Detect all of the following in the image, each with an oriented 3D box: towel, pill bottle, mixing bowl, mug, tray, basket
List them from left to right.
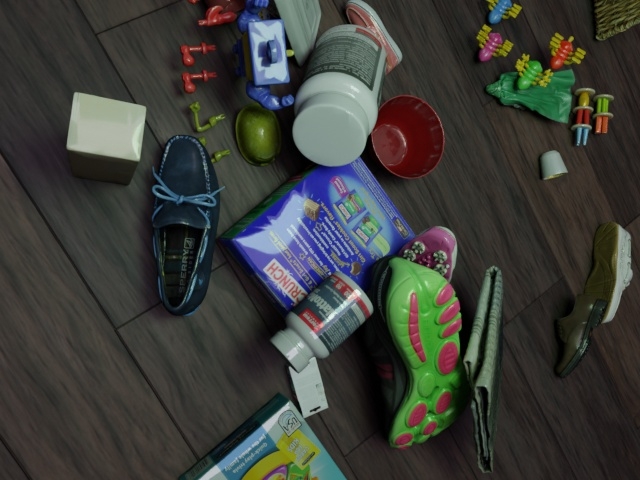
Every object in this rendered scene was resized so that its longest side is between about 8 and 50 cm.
[{"bbox_3d":[-0.036,-0.461,1.079,0.030,0.270,0.145,10,82,10],"label":"tray"},{"bbox_3d":[-0.001,0.152,1.016,0.180,0.108,0.108,-42,103,-15],"label":"pill bottle"},{"bbox_3d":[0.038,-0.285,1.086,0.161,0.161,0.283,32,45,-18],"label":"pill bottle"},{"bbox_3d":[0.173,-0.220,1.234,0.181,0.098,0.182,1,87,-22],"label":"mixing bowl"},{"bbox_3d":[0.349,0.272,1.174,0.324,0.056,0.312,-64,149,-46],"label":"towel"},{"bbox_3d":[0.598,-0.195,1.437,0.062,0.078,0.064,-14,84,10],"label":"mug"},{"bbox_3d":[0.888,-0.664,1.438,0.213,0.299,0.223,-5,87,-24],"label":"basket"}]

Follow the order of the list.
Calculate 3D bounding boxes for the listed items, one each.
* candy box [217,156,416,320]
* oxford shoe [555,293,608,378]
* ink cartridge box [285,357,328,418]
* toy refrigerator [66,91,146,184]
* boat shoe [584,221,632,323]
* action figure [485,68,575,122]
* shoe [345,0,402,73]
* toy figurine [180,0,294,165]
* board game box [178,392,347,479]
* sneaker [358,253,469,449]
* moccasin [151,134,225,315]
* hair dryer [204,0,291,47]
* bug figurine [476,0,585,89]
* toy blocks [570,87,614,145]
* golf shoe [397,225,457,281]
[{"bbox_3d":[0.000,0.000,1.142,0.317,0.122,0.268,-42,105,-20],"label":"candy box"},{"bbox_3d":[0.647,0.243,1.427,0.083,0.096,0.227,11,101,-58],"label":"oxford shoe"},{"bbox_3d":[-0.029,0.306,1.168,0.062,0.029,0.115,-17,95,-22],"label":"ink cartridge box"},{"bbox_3d":[-0.356,-0.162,0.923,0.102,0.269,0.094,8,85,-21],"label":"toy refrigerator"},{"bbox_3d":[0.778,0.093,1.470,0.096,0.098,0.277,19,80,-20],"label":"boat shoe"},{"bbox_3d":[0.524,-0.375,1.404,0.232,0.063,0.137,3,88,-15],"label":"action figure"},{"bbox_3d":[0.103,-0.444,1.233,0.178,0.063,0.081,47,67,-18],"label":"shoe"},{"bbox_3d":[-0.136,-0.304,1.008,0.191,0.217,0.363,-10,106,-24],"label":"toy figurine"},{"bbox_3d":[-0.077,0.522,1.112,0.253,0.079,0.336,-37,101,-19],"label":"board game box"},{"bbox_3d":[0.186,0.234,1.143,0.185,0.202,0.483,-13,121,-16],"label":"sneaker"},{"bbox_3d":[-0.244,-0.031,1.031,0.137,0.117,0.342,-5,88,-3],"label":"moccasin"},{"bbox_3d":[-0.159,-0.540,1.136,0.293,0.080,0.224,19,73,-31],"label":"hair dryer"},{"bbox_3d":[0.495,-0.484,1.370,0.279,0.072,0.216,38,70,3],"label":"bug figurine"},{"bbox_3d":[0.728,-0.321,1.489,0.123,0.054,0.148,10,84,-21],"label":"toy blocks"},{"bbox_3d":[0.229,0.053,1.171,0.115,0.306,0.140,32,58,16],"label":"golf shoe"}]
